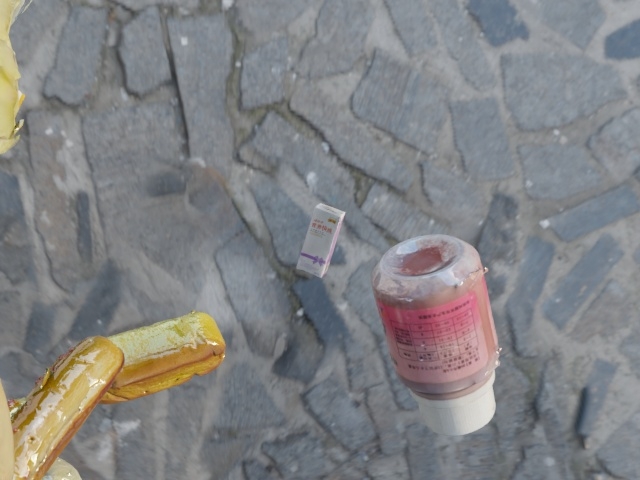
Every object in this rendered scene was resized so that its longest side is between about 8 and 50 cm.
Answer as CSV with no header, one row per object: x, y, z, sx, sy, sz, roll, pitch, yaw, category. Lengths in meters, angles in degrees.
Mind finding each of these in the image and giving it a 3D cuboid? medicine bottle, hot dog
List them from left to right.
-0.287,0.189,1.030,0.076,0.104,0.250,40,52,-5,hot dog
0.155,0.124,1.325,0.147,0.147,0.247,-20,117,-10,medicine bottle

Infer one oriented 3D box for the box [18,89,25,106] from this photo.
-0.738,-0.228,1.904,0.213,0.284,0.259,-34,120,24,box

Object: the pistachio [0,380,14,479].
-0.322,0.119,0.734,0.181,0.293,0.162,-28,37,-17,pistachio

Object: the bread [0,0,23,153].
-0.258,-0.194,0.526,0.248,0.315,0.279,21,89,-41,bread

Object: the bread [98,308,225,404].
-0.280,0.202,1.733,0.245,0.102,0.094,-16,49,-15,bread

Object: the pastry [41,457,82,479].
-0.476,0.444,1.750,0.088,0.165,0.166,32,70,-41,pastry

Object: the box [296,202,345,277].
0.000,0.000,1.735,0.050,0.036,0.117,19,108,9,box

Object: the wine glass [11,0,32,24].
-0.421,-0.272,1.099,0.190,0.191,0.357,13,32,-2,wine glass
